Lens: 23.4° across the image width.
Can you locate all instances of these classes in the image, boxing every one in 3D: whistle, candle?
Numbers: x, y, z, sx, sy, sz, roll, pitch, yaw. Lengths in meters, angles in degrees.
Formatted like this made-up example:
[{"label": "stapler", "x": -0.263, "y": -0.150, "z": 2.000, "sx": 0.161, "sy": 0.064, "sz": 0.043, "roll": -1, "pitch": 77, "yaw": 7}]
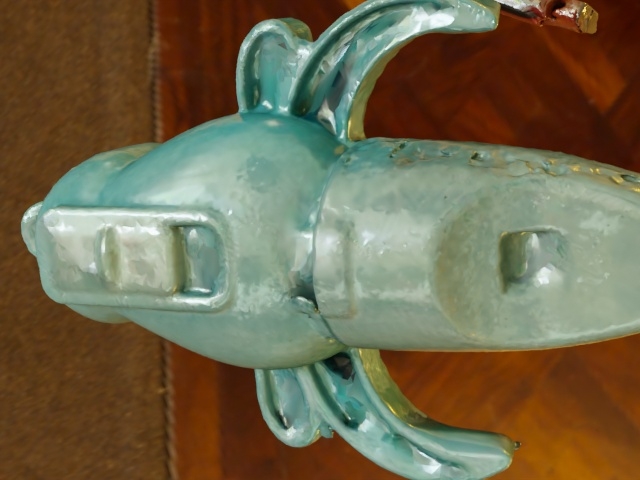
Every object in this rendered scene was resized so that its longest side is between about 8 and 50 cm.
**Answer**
[{"label": "whistle", "x": 0.000, "y": 0.000, "z": 0.585, "sx": 0.093, "sy": 0.274, "sz": 0.186, "roll": -25, "pitch": 115, "yaw": -61}, {"label": "candle", "x": 0.073, "y": -0.142, "z": 0.840, "sx": 0.026, "sy": 0.167, "sz": 0.021, "roll": -22, "pitch": 127, "yaw": -47}]
